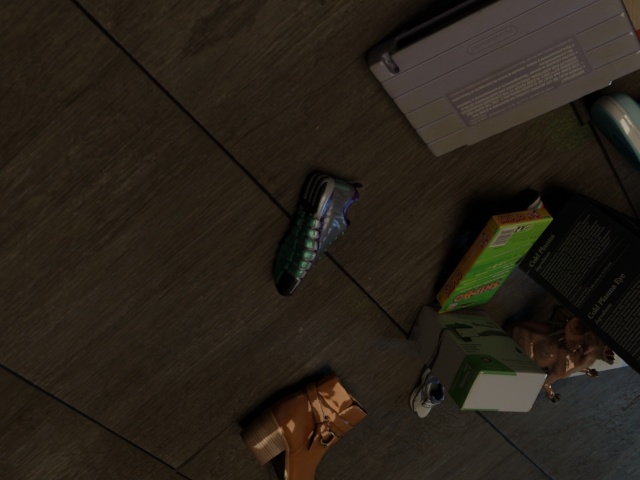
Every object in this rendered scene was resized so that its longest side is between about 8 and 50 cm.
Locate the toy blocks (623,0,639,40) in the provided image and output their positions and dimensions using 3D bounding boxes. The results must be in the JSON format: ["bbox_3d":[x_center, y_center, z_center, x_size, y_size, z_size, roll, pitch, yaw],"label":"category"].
[{"bbox_3d":[0.517,-0.391,1.289,0.381,0.191,0.261,-27,140,-4],"label":"toy blocks"}]

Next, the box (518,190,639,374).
[{"bbox_3d":[0.595,0.096,1.500,0.343,0.312,0.179,15,114,-45],"label":"box"}]

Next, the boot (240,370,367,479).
[{"bbox_3d":[-0.005,0.391,1.621,0.220,0.109,0.283,-34,121,-4],"label":"boot"}]

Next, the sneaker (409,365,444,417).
[{"bbox_3d":[0.222,0.317,1.685,0.052,0.058,0.135,-2,123,-22],"label":"sneaker"}]

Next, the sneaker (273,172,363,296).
[{"bbox_3d":[0.000,0.000,1.364,0.098,0.083,0.224,7,118,-33],"label":"sneaker"}]

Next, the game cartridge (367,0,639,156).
[{"bbox_3d":[0.278,-0.272,1.234,0.355,0.068,0.230,-22,138,25],"label":"game cartridge"}]

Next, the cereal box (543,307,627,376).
[{"bbox_3d":[0.599,0.210,1.785,0.240,0.047,0.173,-6,124,-20],"label":"cereal box"}]

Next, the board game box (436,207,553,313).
[{"bbox_3d":[0.307,0.041,1.501,0.124,0.039,0.259,-9,142,-29],"label":"board game box"}]

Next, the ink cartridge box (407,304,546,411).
[{"bbox_3d":[0.287,0.218,1.547,0.160,0.219,0.093,7,115,-28],"label":"ink cartridge box"}]

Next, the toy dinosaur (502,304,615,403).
[{"bbox_3d":[0.449,0.205,1.646,0.127,0.295,0.200,-48,135,-47],"label":"toy dinosaur"}]

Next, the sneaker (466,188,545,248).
[{"bbox_3d":[0.348,-0.020,1.515,0.161,0.057,0.075,-38,123,1],"label":"sneaker"}]

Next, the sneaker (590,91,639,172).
[{"bbox_3d":[0.619,-0.225,1.458,0.208,0.127,0.319,-48,137,14],"label":"sneaker"}]
